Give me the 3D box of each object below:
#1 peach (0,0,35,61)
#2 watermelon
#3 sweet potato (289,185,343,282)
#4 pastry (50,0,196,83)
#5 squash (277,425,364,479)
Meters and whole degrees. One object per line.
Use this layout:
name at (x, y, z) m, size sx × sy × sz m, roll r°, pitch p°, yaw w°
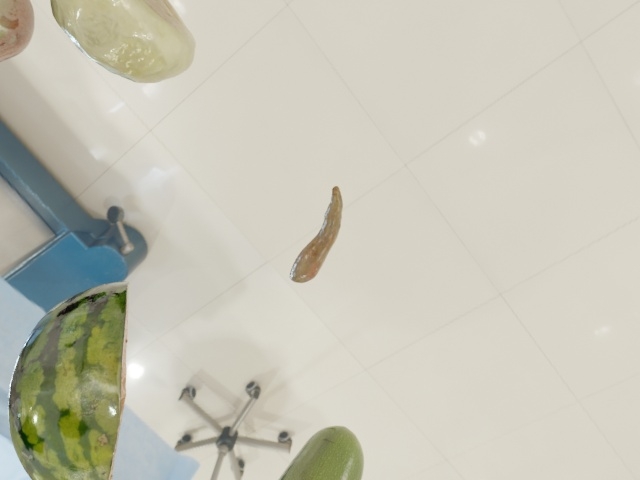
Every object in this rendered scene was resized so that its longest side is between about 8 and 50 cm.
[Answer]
peach at (-0.438, -0.285, 0.575) m, size 0.152 × 0.152 × 0.152 m, roll 2°, pitch 114°, yaw 4°
watermelon at (-0.168, 0.094, 0.318) m, size 0.069 × 0.163 × 0.087 m, roll 5°, pitch 149°, yaw -20°
sweet potato at (0.001, 0.000, 0.829) m, size 0.050 × 0.050 × 0.214 m, roll 25°, pitch 122°, yaw -6°
pastry at (-0.212, -0.242, 0.520) m, size 0.092 × 0.156 × 0.156 m, roll -36°, pitch 107°, yaw 23°
squash at (-0.030, 0.226, 0.334) m, size 0.066 × 0.252 × 0.066 m, roll 10°, pitch 113°, yaw 25°
